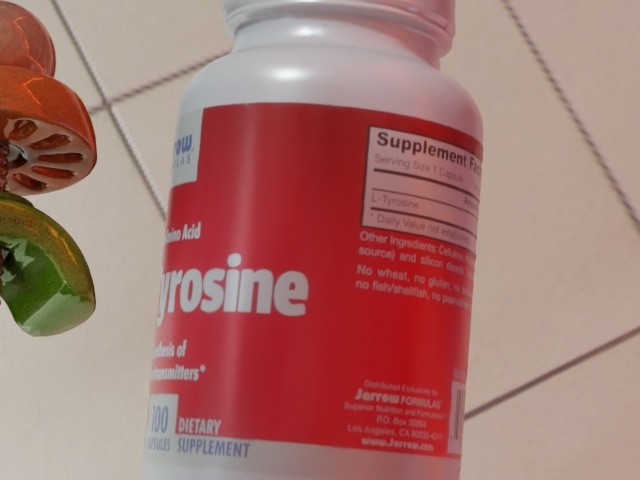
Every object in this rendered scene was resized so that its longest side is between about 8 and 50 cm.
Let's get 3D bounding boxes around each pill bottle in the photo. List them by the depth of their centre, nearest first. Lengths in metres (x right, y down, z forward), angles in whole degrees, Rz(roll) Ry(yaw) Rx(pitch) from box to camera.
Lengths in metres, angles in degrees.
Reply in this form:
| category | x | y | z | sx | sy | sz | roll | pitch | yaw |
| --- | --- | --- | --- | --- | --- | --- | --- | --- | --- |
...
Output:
| category | x | y | z | sx | sy | sz | roll | pitch | yaw |
| --- | --- | --- | --- | --- | --- | --- | --- | --- | --- |
| pill bottle | 0.000 | 0.000 | 1.167 | 0.229 | 0.229 | 0.408 | 6 | 81 | -7 |

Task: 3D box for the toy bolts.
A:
| category | x | y | z | sx | sy | sz | roll | pitch | yaw |
| --- | --- | --- | --- | --- | --- | --- | --- | --- | --- |
| toy bolts | -0.243 | -0.032 | 0.773 | 0.228 | 0.218 | 0.158 | 11 | 63 | -32 |
